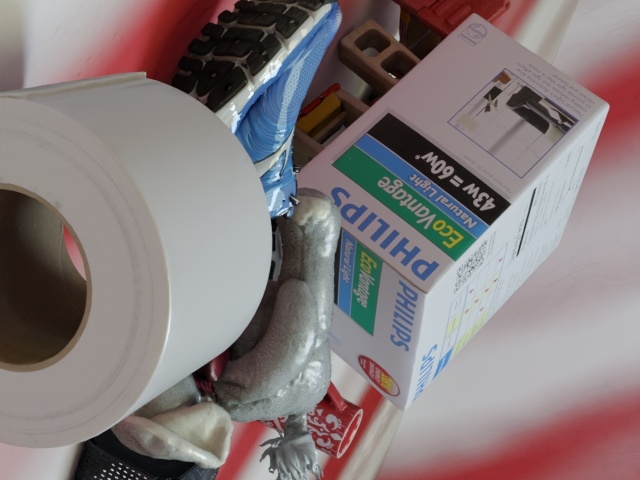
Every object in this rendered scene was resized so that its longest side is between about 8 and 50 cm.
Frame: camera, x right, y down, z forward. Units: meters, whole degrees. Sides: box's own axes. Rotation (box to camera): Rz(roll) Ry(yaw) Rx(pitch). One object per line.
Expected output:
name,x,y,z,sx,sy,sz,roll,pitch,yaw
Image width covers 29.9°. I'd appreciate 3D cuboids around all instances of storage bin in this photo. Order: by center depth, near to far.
storage bin,-0.202,0.268,1.445,0.180,0.122,0.084,-29,142,-65

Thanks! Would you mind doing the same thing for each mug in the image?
mug,-0.025,0.273,1.965,0.113,0.169,0.150,-57,164,-24

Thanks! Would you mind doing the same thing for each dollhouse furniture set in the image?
dollhouse furniture set,0.083,-0.218,1.659,0.374,0.152,0.201,-40,158,-18

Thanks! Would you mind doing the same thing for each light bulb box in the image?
light bulb box,0.154,-0.029,1.569,0.361,0.225,0.358,-43,159,-22

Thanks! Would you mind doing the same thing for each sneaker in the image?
sneaker,-0.078,-0.101,1.178,0.147,0.130,0.330,36,86,-42
sneaker,-0.038,-0.015,1.655,0.094,0.081,0.208,-61,173,-46

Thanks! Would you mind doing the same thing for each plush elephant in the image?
plush elephant,-0.134,0.124,1.277,0.255,0.272,0.330,-6,89,-32

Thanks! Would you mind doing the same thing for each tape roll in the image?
tape roll,-0.178,0.008,0.868,0.169,0.246,0.246,-31,144,-65

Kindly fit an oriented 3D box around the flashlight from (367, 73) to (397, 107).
flashlight,0.064,-0.105,1.790,0.304,0.103,0.103,-58,137,-20
